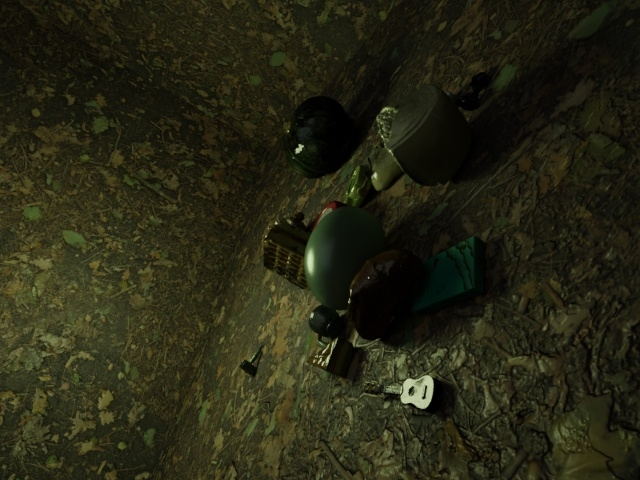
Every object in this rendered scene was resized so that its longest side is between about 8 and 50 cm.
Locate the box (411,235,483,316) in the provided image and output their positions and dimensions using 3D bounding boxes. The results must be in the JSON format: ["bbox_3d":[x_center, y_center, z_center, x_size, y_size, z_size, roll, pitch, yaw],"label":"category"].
[{"bbox_3d":[0.341,0.100,1.231,0.226,0.042,0.160,-36,33,50],"label":"box"}]

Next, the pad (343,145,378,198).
[{"bbox_3d":[0.191,-0.310,2.122,0.265,0.009,0.159,-51,24,26],"label":"pad"}]

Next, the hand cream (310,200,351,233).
[{"bbox_3d":[0.068,-0.041,1.885,0.230,0.150,0.230,-50,25,34],"label":"hand cream"}]

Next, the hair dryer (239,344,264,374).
[{"bbox_3d":[-0.313,0.555,2.151,0.150,0.071,0.047,-54,18,-26],"label":"hair dryer"}]

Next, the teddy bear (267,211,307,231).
[{"bbox_3d":[-0.129,-0.025,2.265,0.223,0.296,0.246,23,90,35],"label":"teddy bear"}]

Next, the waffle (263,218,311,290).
[{"bbox_3d":[-0.109,0.069,1.855,0.376,0.261,0.113,115,180,-67],"label":"waffle"}]

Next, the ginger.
[{"bbox_3d":[0.164,0.153,1.332,0.165,0.173,0.321,-91,25,-59],"label":"ginger"}]

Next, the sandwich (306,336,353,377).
[{"bbox_3d":[0.034,0.385,1.537,0.163,0.079,0.113,-14,49,64],"label":"sandwich"}]

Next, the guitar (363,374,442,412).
[{"bbox_3d":[0.206,0.393,1.184,0.271,0.038,0.083,-22,44,55],"label":"guitar"}]

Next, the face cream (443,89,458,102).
[{"bbox_3d":[0.429,-0.459,1.698,0.198,0.057,0.084,-57,21,18],"label":"face cream"}]

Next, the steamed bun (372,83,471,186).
[{"bbox_3d":[0.338,-0.310,1.451,0.274,0.291,0.272,-36,46,35],"label":"steamed bun"}]

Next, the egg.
[{"bbox_3d":[0.086,0.054,1.544,0.276,0.276,0.388,-37,32,48],"label":"egg"}]

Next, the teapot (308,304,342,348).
[{"bbox_3d":[0.018,0.311,1.625,0.149,0.111,0.108,-57,35,-3],"label":"teapot"}]

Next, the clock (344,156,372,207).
[{"bbox_3d":[0.172,-0.249,1.931,0.232,0.069,0.170,120,168,-58],"label":"clock"}]

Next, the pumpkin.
[{"bbox_3d":[-0.025,-0.554,2.449,0.454,0.344,0.454,-55,17,27],"label":"pumpkin"}]

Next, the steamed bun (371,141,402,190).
[{"bbox_3d":[0.271,-0.335,1.836,0.231,0.111,0.212,-47,25,27],"label":"steamed bun"}]

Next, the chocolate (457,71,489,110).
[{"bbox_3d":[0.523,-0.516,1.548,0.072,0.070,0.147,16,78,40],"label":"chocolate"}]
